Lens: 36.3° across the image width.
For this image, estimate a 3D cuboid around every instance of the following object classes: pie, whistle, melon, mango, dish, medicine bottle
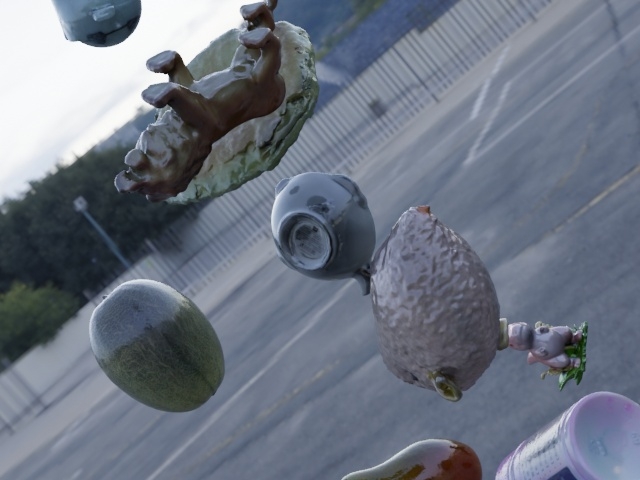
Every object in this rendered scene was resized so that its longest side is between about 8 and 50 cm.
[{"bbox_3d":[-0.119,-0.181,1.353,0.306,0.071,0.306,-17,56,28],"label":"pie"},{"bbox_3d":[-0.406,-0.433,1.771,0.163,0.163,0.289,-41,28,1],"label":"whistle"},{"bbox_3d":[-0.359,0.234,2.158,0.248,0.329,0.248,-43,8,8],"label":"melon"},{"bbox_3d":[0.188,0.480,1.923,0.289,0.146,0.129,-21,-10,-17],"label":"mango"},{"bbox_3d":[0.000,0.000,1.643,0.224,0.246,0.078,-48,-4,35],"label":"dish"},{"bbox_3d":[0.378,0.341,1.452,0.152,0.152,0.254,-44,-11,-34],"label":"medicine bottle"}]

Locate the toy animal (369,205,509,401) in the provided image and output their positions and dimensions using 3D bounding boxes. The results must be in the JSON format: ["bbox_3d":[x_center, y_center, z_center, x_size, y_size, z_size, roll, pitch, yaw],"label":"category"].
[{"bbox_3d":[0.186,0.104,1.542,0.188,0.358,0.226,-34,43,-27],"label":"toy animal"}]

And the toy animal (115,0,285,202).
[{"bbox_3d":[-0.128,-0.164,1.170,0.097,0.157,0.312,28,53,35],"label":"toy animal"}]

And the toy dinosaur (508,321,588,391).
[{"bbox_3d":[0.472,0.239,2.076,0.194,0.177,0.152,59,-142,-77],"label":"toy dinosaur"}]
